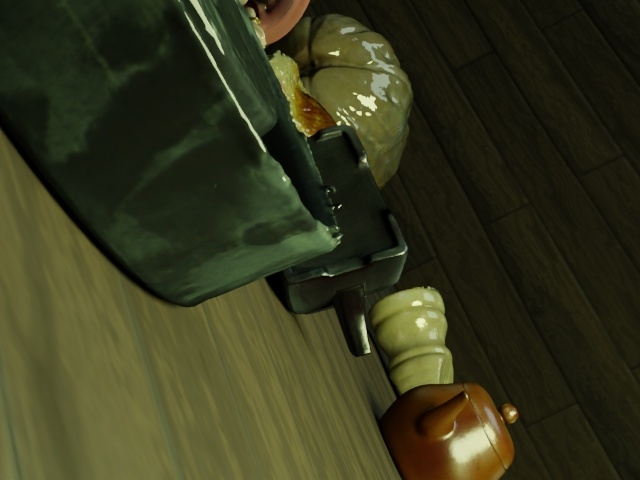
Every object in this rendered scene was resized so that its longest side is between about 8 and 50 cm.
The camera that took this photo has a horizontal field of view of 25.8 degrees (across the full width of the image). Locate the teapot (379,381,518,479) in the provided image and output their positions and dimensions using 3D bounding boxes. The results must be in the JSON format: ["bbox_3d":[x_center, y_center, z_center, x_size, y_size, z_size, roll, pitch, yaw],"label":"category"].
[{"bbox_3d":[0.117,0.168,1.172,0.116,0.116,0.173,65,3,31],"label":"teapot"}]

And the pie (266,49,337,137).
[{"bbox_3d":[-0.011,-0.052,1.129,0.179,0.084,0.205,43,24,-80],"label":"pie"}]

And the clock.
[{"bbox_3d":[-0.106,-0.152,0.577,0.386,0.076,0.386,63,4,-8],"label":"clock"}]

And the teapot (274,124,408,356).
[{"bbox_3d":[0.000,0.000,0.968,0.096,0.087,0.177,90,-19,-54],"label":"teapot"}]

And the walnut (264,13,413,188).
[{"bbox_3d":[0.014,-0.124,1.413,0.230,0.178,0.178,66,-1,-70],"label":"walnut"}]

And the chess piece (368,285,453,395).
[{"bbox_3d":[0.114,0.159,1.545,0.090,0.090,0.200,57,18,-58],"label":"chess piece"}]

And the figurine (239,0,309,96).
[{"bbox_3d":[-0.065,-0.126,0.864,0.126,0.114,0.157,15,73,-43],"label":"figurine"}]
